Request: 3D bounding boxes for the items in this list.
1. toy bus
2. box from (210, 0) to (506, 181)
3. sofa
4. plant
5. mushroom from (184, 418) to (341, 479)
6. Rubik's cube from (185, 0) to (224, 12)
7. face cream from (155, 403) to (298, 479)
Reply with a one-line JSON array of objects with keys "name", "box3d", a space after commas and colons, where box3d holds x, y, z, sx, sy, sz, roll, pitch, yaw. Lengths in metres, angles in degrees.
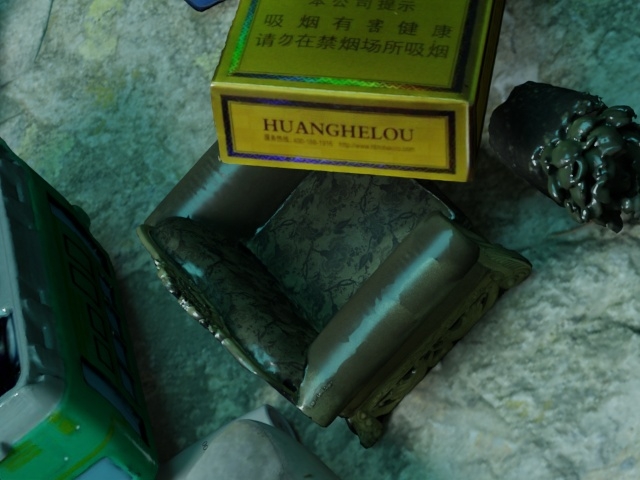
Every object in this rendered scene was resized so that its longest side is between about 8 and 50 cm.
[{"name": "toy bus", "box3d": [-0.252, 0.092, 1.607, 0.183, 0.199, 0.343, -36, 40, 15]}, {"name": "box", "box3d": [0.042, -0.177, 1.540, 0.192, 0.084, 0.301, 5, 44, 9]}, {"name": "sofa", "box3d": [0.000, 0.000, 1.524, 0.200, 0.182, 0.258, -46, 51, 5]}, {"name": "plant", "box3d": [0.193, -0.064, 1.493, 0.092, 0.094, 0.143, -43, 38, -10]}, {"name": "mushroom", "box3d": [0.021, 0.282, 1.382, 0.177, 0.126, 0.397, -46, 43, -10]}, {"name": "Rubik's cube", "box3d": [-0.079, -0.422, 1.718, 0.293, 0.287, 0.292, -21, 57, 23]}, {"name": "face cream", "box3d": [-0.099, 0.199, 1.574, 0.182, 0.051, 0.072, -38, 53, 14]}]
